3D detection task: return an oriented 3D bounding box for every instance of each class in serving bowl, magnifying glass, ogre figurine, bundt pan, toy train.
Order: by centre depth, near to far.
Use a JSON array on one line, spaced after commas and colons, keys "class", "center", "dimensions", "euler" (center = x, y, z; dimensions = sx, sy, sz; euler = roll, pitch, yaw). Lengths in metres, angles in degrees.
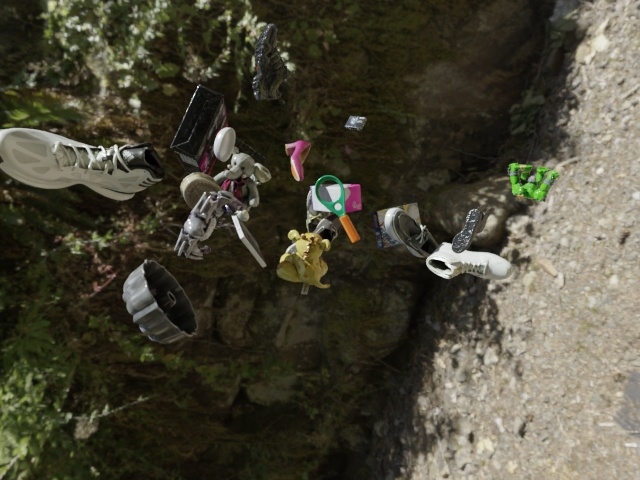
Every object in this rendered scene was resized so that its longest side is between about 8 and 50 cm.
[{"class": "serving bowl", "center": [-0.236, -0.235, 1.052], "dimensions": [0.083, 0.027, 0.083], "euler": [18, -90, -82]}, {"class": "magnifying glass", "center": [0.060, -0.099, 1.378], "dimensions": [0.230, 0.092, 0.026], "euler": [62, -172, 0]}, {"class": "ogre figurine", "center": [0.750, -0.205, 1.543], "dimensions": [0.197, 0.097, 0.118], "euler": [18, 118, 44]}, {"class": "bundt pan", "center": [-0.593, 0.238, 1.581], "dimensions": [0.330, 0.124, 0.331], "euler": [58, 178, 3]}, {"class": "toy train", "center": [-0.281, -0.359, 1.705], "dimensions": [0.027, 0.158, 0.036], "euler": [-54, 12, 11]}]

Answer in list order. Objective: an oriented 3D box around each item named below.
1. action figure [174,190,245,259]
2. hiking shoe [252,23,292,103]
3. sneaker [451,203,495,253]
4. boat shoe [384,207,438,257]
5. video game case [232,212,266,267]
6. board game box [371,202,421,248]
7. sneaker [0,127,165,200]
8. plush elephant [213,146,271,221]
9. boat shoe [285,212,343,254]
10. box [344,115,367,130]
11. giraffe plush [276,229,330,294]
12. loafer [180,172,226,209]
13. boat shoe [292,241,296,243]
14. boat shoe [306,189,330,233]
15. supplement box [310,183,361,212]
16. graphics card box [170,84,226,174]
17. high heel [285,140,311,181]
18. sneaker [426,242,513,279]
[{"class": "action figure", "center": [-0.270, -0.051, 1.068], "dimensions": [0.185, 0.099, 0.285], "euler": [-47, 12, 12]}, {"class": "hiking shoe", "center": [-0.145, -0.549, 1.357], "dimensions": [0.086, 0.114, 0.226], "euler": [-133, 49, -56]}, {"class": "sneaker", "center": [0.456, -0.034, 1.293], "dimensions": [0.051, 0.089, 0.170], "euler": [31, 102, 37]}, {"class": "boat shoe", "center": [0.378, -0.029, 1.721], "dimensions": [0.119, 0.335, 0.121], "euler": [8, 72, 44]}, {"class": "video game case", "center": [-0.310, -0.001, 1.874], "dimensions": [0.201, 0.023, 0.183], "euler": [60, 179, -42]}, {"class": "board game box", "center": [0.345, -0.069, 1.933], "dimensions": [0.042, 0.244, 0.164], "euler": [-6, 96, 58]}, {"class": "sneaker", "center": [-0.634, -0.243, 1.217], "dimensions": [0.448, 0.258, 0.169], "euler": [11, -114, -62]}, {"class": "plush elephant", "center": [-0.389, -0.296, 2.062], "dimensions": [0.330, 0.272, 0.255], "euler": [-52, -17, -38]}, {"class": "boat shoe", "center": [0.000, 0.000, 1.927], "dimensions": [0.096, 0.335, 0.112], "euler": [31, 153, 48]}, {"class": "box", "center": [0.158, -0.527, 1.952], "dimensions": [0.067, 0.083, 0.018], "euler": [-61, -35, -18]}, {"class": "giraffe plush", "center": [-0.045, 0.047, 1.394], "dimensions": [0.210, 0.182, 0.170], "euler": [-115, 30, -62]}, {"class": "loafer", "center": [-0.349, -0.145, 1.280], "dimensions": [0.102, 0.092, 0.268], "euler": [-42, -9, -2]}, {"class": "boat shoe", "center": [-0.095, -0.001, 2.215], "dimensions": [0.035, 0.100, 0.035], "euler": [94, 171, -72]}, {"class": "boat shoe", "center": [-0.011, -0.091, 2.044], "dimensions": [0.091, 0.109, 0.304], "euler": [-69, -23, -63]}, {"class": "supplement box", "center": [0.065, -0.186, 1.884], "dimensions": [0.220, 0.111, 0.113], "euler": [10, 109, 55]}, {"class": "graphics card box", "center": [-0.415, -0.363, 1.535], "dimensions": [0.371, 0.094, 0.232], "euler": [152, 141, -80]}, {"class": "high heel", "center": [-0.074, -0.344, 1.870], "dimensions": [0.244, 0.117, 0.082], "euler": [-110, 14, -44]}, {"class": "sneaker", "center": [0.543, 0.105, 1.610], "dimensions": [0.169, 0.293, 0.108], "euler": [-30, -52, -48]}]
